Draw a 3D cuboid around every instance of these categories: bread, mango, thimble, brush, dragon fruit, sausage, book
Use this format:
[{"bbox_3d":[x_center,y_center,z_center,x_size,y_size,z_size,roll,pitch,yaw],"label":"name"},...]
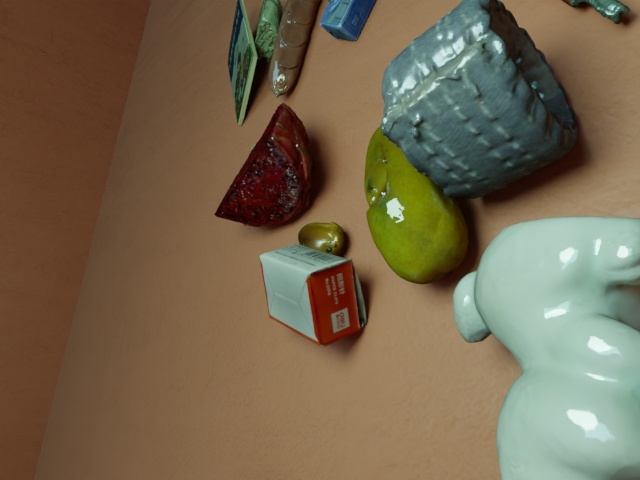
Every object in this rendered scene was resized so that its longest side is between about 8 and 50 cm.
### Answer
[{"bbox_3d":[-0.141,-0.565,1.315,0.232,0.064,0.172,-101,26,-60],"label":"bread"},{"bbox_3d":[0.000,0.000,0.925,0.077,0.063,0.127,-43,29,-15],"label":"mango"},{"bbox_3d":[0.197,-0.169,0.620,0.172,0.236,0.205,-32,61,36],"label":"thimble"},{"bbox_3d":[0.132,-0.062,0.724,0.130,0.167,0.261,-25,51,25],"label":"mango"},{"bbox_3d":[0.329,-0.394,0.699,0.051,0.070,0.323,-47,46,29],"label":"brush"},{"bbox_3d":[-0.078,-0.159,1.042,0.317,0.152,0.205,-40,27,51],"label":"dragon fruit"},{"bbox_3d":[-0.054,-0.555,1.220,0.088,0.088,0.432,10,81,52],"label":"sausage"},{"bbox_3d":[-0.232,-0.519,1.403,0.228,0.018,0.322,115,148,-45],"label":"book"}]

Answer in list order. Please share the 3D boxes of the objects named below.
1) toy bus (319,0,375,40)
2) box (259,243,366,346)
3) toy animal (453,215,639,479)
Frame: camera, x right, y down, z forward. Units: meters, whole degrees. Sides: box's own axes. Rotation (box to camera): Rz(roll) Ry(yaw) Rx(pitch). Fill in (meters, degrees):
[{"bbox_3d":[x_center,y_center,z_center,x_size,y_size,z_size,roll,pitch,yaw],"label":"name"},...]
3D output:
[{"bbox_3d":[0.089,-0.556,1.058,0.094,0.079,0.236,35,103,35],"label":"toy bus"},{"bbox_3d":[-0.017,0.086,0.843,0.182,0.099,0.133,12,116,55],"label":"box"},{"bbox_3d":[0.232,0.165,0.472,0.241,0.196,0.367,-20,57,53],"label":"toy animal"}]
